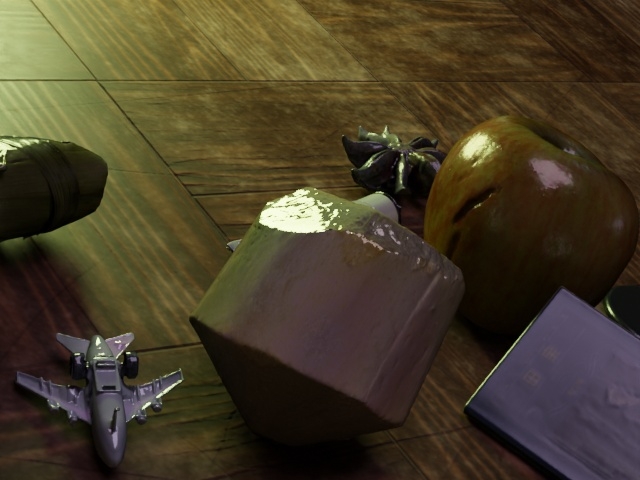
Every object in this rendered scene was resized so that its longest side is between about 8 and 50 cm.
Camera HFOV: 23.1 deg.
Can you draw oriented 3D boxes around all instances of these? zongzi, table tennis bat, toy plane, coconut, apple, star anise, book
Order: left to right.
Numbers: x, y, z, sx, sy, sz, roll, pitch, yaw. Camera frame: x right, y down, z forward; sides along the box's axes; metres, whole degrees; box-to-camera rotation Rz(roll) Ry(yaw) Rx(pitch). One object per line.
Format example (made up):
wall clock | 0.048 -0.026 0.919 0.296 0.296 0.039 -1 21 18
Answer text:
zongzi | -0.373 -0.062 1.662 0.242 0.112 0.221 10 10 30
toy plane | -0.204 0.145 1.476 0.162 0.065 0.171 0 32 -17
coconut | 0.001 0.089 1.552 0.239 0.244 0.239 30 -8 5
star anise | 0.116 -0.097 2.080 0.181 0.061 0.204 17 24 11
apple | 0.248 -0.011 1.889 0.264 0.264 0.264 18 31 -11
book | 0.318 0.193 1.707 0.269 0.025 0.191 36 68 18
table tennis bat | 0.457 0.131 2.008 0.150 0.027 0.236 2 35 -34

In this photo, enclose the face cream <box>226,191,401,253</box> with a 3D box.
face cream | 0.000 0.000 1.861 0.092 0.058 0.244 43 41 21
